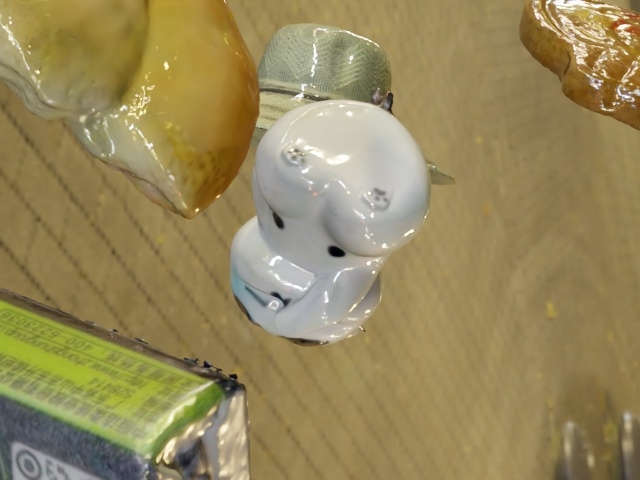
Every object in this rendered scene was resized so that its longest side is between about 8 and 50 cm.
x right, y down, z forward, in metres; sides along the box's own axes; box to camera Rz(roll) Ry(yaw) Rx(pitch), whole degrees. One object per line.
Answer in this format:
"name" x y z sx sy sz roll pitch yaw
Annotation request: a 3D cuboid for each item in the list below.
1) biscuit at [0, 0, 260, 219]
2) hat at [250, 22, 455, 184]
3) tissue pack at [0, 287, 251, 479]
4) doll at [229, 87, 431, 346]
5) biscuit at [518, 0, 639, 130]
"biscuit" -0.138 -0.141 0.553 0.299 0.045 0.154 36 47 -15
"hat" 0.000 -0.125 1.151 0.252 0.252 0.110 16 87 -71
"tissue pack" -0.233 0.175 0.983 0.124 0.394 0.288 -38 135 -46
"doll" 0.001 -0.003 0.872 0.107 0.110 0.180 -53 169 -50
"biscuit" 0.305 -0.141 1.190 0.257 0.273 0.049 -99 -154 -60
